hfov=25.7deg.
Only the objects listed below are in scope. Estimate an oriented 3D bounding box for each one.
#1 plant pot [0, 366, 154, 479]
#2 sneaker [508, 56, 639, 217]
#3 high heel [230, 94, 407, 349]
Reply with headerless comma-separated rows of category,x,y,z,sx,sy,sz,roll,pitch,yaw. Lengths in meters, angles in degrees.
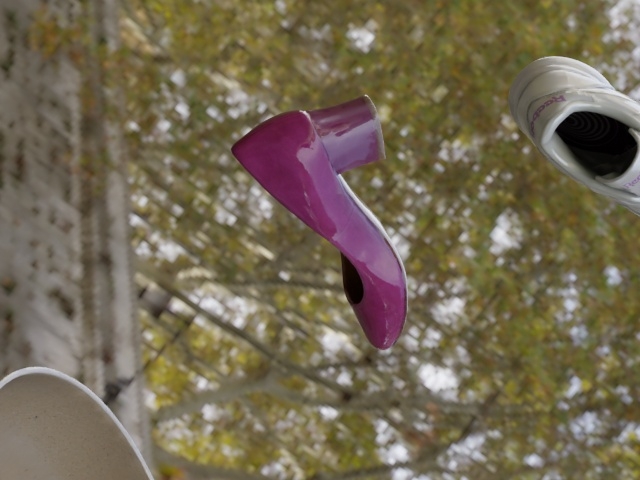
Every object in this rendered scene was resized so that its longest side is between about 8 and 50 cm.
plant pot,-0.233,0.246,0.935,0.191,0.284,0.284,-19,-143,16
sneaker,0.311,-0.056,1.298,0.114,0.305,0.152,-62,-171,20
high heel,0.000,0.000,1.760,0.181,0.377,0.127,-18,-150,-12
